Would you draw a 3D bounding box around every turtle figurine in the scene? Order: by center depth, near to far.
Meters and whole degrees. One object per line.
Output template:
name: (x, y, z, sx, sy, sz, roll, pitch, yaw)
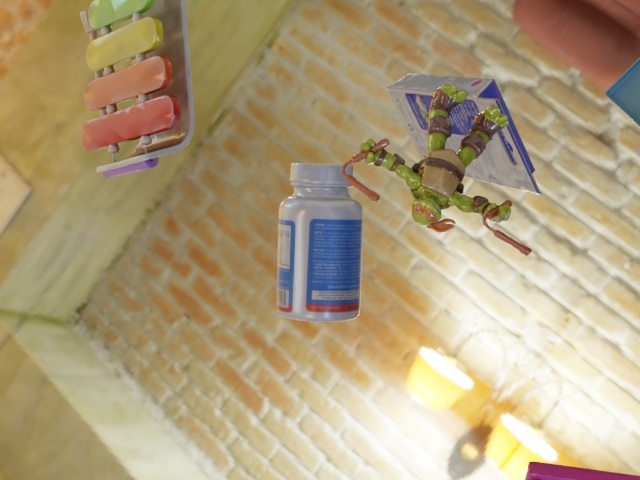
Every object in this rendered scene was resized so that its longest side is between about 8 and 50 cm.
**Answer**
turtle figurine: (0.178, -0.091, 1.395, 0.269, 0.217, 0.087, 23, 154, 6)

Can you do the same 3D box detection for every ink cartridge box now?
ink cartridge box: (0.249, -0.186, 1.737, 0.176, 0.069, 0.371, 61, 167, -21)

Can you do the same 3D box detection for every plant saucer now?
plant saucer: (0.443, -0.223, 1.317, 0.067, 0.192, 0.018, 44, 165, 7)

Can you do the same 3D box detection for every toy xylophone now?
toy xylophone: (-0.252, -0.234, 1.329, 0.081, 0.236, 0.323, -2, -101, -44)

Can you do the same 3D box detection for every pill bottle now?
pill bottle: (0.000, 0.000, 1.493, 0.124, 0.221, 0.124, 3, -175, 0)

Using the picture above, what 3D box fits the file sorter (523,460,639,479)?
file sorter: (0.327, 0.432, 1.235, 0.202, 0.291, 0.182, 6, -136, 5)
